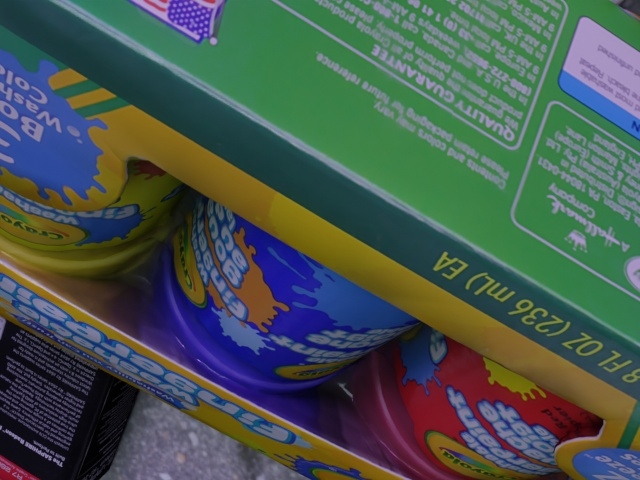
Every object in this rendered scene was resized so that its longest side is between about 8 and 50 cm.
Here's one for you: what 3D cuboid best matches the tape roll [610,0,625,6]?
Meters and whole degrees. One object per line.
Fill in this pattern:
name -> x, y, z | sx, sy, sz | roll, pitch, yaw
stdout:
tape roll -> 0.191, -0.228, 0.471 | 0.100, 0.286, 0.286 | 45, 116, 2

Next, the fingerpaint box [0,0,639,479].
fingerpaint box -> 0.000, 0.000, 0.520 | 0.444, 0.163, 0.371 | 30, 152, -10

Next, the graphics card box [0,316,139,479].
graphics card box -> -0.248, 0.032, 0.822 | 0.232, 0.094, 0.371 | 28, 115, 11
